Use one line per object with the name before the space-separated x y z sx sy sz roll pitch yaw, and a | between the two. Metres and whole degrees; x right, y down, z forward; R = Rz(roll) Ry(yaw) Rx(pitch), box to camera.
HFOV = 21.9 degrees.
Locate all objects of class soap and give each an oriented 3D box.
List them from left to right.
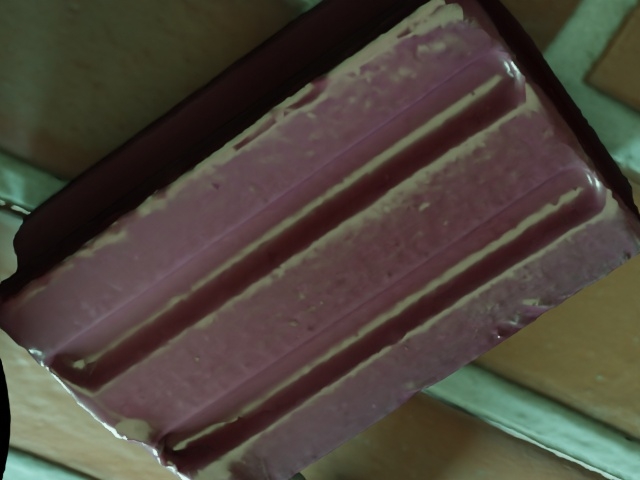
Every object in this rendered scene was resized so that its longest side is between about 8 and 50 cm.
soap | 0.000 0.000 1.065 0.359 0.128 0.233 -34 115 14

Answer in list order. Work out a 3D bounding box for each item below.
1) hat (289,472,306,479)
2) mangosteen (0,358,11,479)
hat | -0.013 0.211 1.188 0.112 0.094 0.162 -19 131 2
mangosteen | -0.327 0.118 1.034 0.297 0.297 0.313 -34 152 15
